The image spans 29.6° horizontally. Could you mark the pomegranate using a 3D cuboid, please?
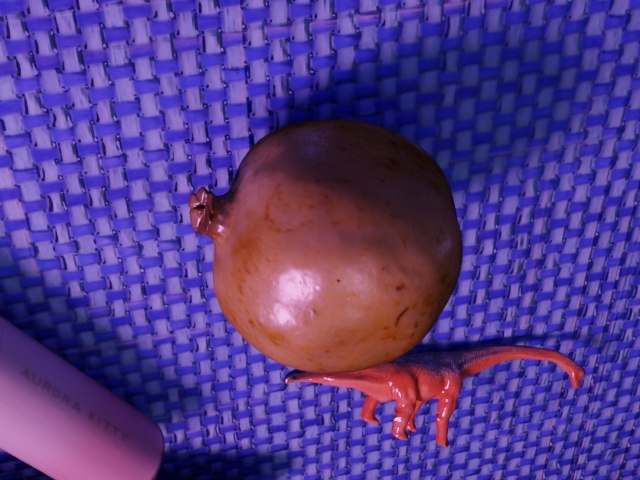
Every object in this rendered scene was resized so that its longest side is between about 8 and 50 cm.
[{"bbox_3d":[0.000,0.000,0.849,0.196,0.196,0.196,-9,136,-9],"label":"pomegranate"}]

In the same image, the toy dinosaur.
[{"bbox_3d":[0.107,0.137,1.108,0.279,0.055,0.102,5,110,-19],"label":"toy dinosaur"}]

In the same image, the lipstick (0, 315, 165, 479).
[{"bbox_3d":[-0.253,0.110,0.946,0.087,0.087,0.327,-31,135,14],"label":"lipstick"}]
